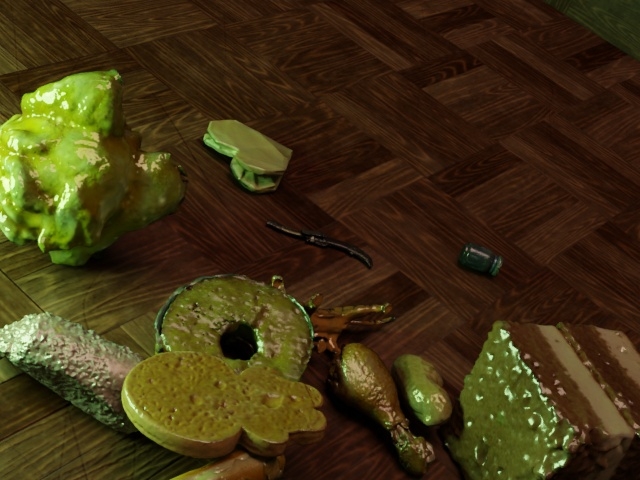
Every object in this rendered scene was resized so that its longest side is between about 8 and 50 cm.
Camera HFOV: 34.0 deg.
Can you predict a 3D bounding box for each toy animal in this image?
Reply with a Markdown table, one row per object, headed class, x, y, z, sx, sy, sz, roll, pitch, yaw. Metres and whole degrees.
| class | x | y | z | sx | sy | sz | roll | pitch | yaw |
| --- | --- | --- | --- | --- | --- | --- | --- | --- | --- |
| toy animal | 0.024 | 0.141 | 1.804 | 0.255 | 0.114 | 0.116 | 12 | 5 | -38 |

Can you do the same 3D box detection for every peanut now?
| class | x | y | z | sx | sy | sz | roll | pitch | yaw |
| --- | --- | --- | --- | --- | --- | --- | --- | --- | --- |
| peanut | 0.170 | 0.245 | 1.725 | 0.080 | 0.080 | 0.174 | 8 | 24 | -20 |

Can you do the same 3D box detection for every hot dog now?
| class | x | y | z | sx | sy | sz | roll | pitch | yaw |
| --- | --- | --- | --- | --- | --- | --- | --- | --- | --- |
| hot dog | -0.148 | 0.346 | 1.410 | 0.269 | 0.109 | 0.072 | -17 | 58 | -45 |

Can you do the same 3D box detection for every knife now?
| class | x | y | z | sx | sy | sz | roll | pitch | yaw |
| --- | --- | --- | --- | --- | --- | --- | --- | --- | --- |
| knife | 0.002 | -0.003 | 2.023 | 0.222 | 0.021 | 0.045 | 22 | 38 | -2 |

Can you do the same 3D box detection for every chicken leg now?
| class | x | y | z | sx | sy | sz | roll | pitch | yaw |
| --- | --- | --- | --- | --- | --- | --- | --- | --- | --- |
| chicken leg | 0.099 | 0.267 | 1.678 | 0.107 | 0.087 | 0.251 | -23 | 61 | -32 |

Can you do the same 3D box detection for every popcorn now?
| class | x | y | z | sx | sy | sz | roll | pitch | yaw |
| --- | --- | --- | --- | --- | --- | --- | --- | --- | --- |
| popcorn | -0.410 | -0.133 | 1.703 | 0.290 | 0.326 | 0.321 | -23 | 64 | -41 |

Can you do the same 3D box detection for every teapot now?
| class | x | y | z | sx | sy | sz | roll | pitch | yaw |
| --- | --- | --- | --- | --- | --- | --- | --- | --- | --- |
| teapot | 0.324 | 0.041 | 2.131 | 0.083 | 0.063 | 0.049 | 23 | 67 | -4 |

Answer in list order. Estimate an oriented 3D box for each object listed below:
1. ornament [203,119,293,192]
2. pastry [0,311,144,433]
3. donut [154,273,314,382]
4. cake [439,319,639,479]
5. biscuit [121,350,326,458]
| class | x | y | z | sx | sy | sz | roll | pitch | yaw |
| --- | --- | --- | --- | --- | --- | --- | --- | --- | --- |
| ornament | -0.129 | -0.180 | 2.153 | 0.180 | 0.059 | 0.201 | -8 | 44 | -40 |
| pastry | -0.356 | 0.177 | 1.516 | 0.265 | 0.112 | 0.103 | 24 | 43 | 2 |
| donut | -0.139 | 0.181 | 1.644 | 0.272 | 0.107 | 0.272 | 11 | 40 | -9 |
| cake | 0.385 | 0.298 | 1.653 | 0.290 | 0.256 | 0.282 | 5 | 37 | -30 |
| biscuit | -0.134 | 0.233 | 1.469 | 0.288 | 0.044 | 0.202 | 8 | 30 | -19 |
